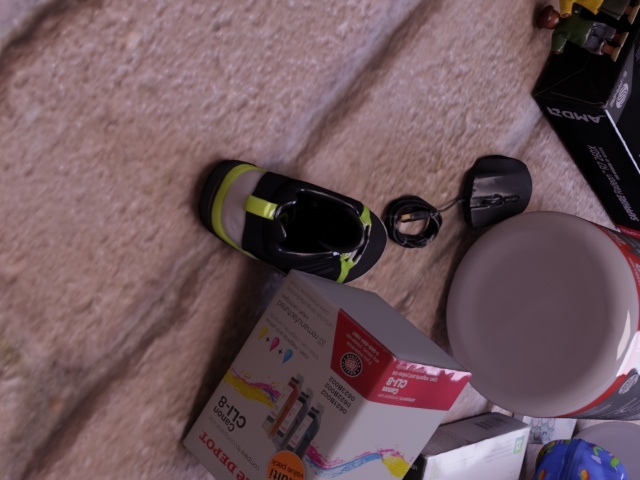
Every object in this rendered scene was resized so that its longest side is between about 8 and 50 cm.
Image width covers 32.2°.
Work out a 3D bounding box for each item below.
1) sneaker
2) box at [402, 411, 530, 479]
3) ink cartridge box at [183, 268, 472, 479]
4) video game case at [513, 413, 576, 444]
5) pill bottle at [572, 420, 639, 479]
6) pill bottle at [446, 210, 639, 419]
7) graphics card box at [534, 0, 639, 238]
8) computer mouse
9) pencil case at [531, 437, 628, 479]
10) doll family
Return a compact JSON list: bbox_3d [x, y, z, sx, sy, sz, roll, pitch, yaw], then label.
[{"bbox_3d":[0.000,0.000,0.893,0.235,0.097,0.084,15,93,-53],"label":"sneaker"},{"bbox_3d":[0.127,0.364,1.245,0.232,0.058,0.322,0,103,-52],"label":"box"},{"bbox_3d":[0.005,0.137,0.896,0.127,0.128,0.176,17,108,-53],"label":"ink cartridge box"},{"bbox_3d":[0.302,0.193,1.424,0.157,0.019,0.143,16,91,-52],"label":"video game case"},{"bbox_3d":[0.425,0.389,1.554,0.153,0.153,0.264,-48,138,-29],"label":"pill bottle"},{"bbox_3d":[0.316,0.095,1.234,0.363,0.210,0.210,12,95,-51],"label":"pill bottle"},{"bbox_3d":[0.396,-0.169,1.334,0.371,0.094,0.232,40,73,-52],"label":"graphics card box"},{"bbox_3d":[0.149,-0.036,1.117,0.242,0.041,0.071,-21,121,-46],"label":"computer mouse"},{"bbox_3d":[0.280,0.344,1.294,0.306,0.119,0.133,-41,140,-59],"label":"pencil case"},{"bbox_3d":[0.289,-0.284,1.151,0.193,0.111,0.076,-62,168,-16],"label":"doll family"}]
